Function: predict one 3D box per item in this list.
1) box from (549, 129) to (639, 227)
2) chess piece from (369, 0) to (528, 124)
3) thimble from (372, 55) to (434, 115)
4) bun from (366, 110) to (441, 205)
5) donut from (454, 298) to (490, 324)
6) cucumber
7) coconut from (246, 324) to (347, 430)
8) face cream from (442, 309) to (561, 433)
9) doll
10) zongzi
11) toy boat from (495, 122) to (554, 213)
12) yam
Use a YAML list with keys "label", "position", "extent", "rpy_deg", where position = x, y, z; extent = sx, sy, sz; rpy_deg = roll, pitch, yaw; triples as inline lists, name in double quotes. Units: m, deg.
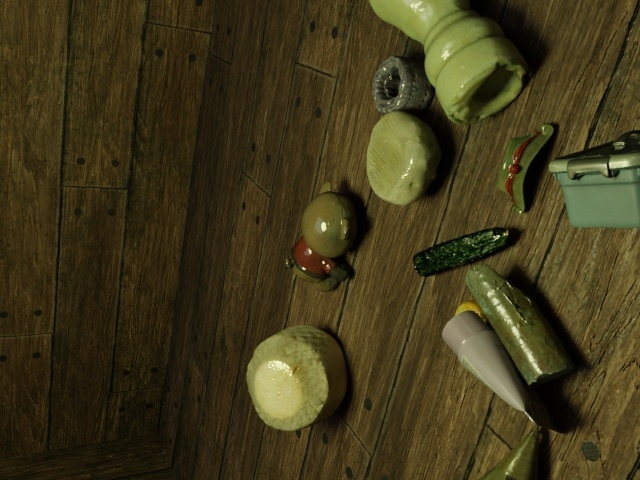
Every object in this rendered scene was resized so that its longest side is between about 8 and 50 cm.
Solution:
- label: "box"
  position: [0.474, -0.100, 0.902]
  extent: [0.162, 0.227, 0.130]
  rpy_deg: [4, 108, 60]
- label: "chess piece"
  position: [0.261, -0.465, 1.289]
  extent: [0.234, 0.234, 0.442]
  rpy_deg: [-52, 52, 47]
- label: "thimble"
  position: [0.203, -0.377, 1.488]
  extent: [0.150, 0.097, 0.150]
  rpy_deg: [-3, 86, 60]
- label: "bun"
  position: [0.206, -0.196, 1.446]
  extent: [0.231, 0.133, 0.231]
  rpy_deg: [1, 91, 62]
- label: "donut"
  position: [0.331, 0.182, 1.325]
  extent: [0.097, 0.043, 0.108]
  rpy_deg: [-3, 83, 60]
- label: "cucumber"
  position: [0.315, 0.022, 1.329]
  extent: [0.293, 0.067, 0.068]
  rpy_deg: [-27, 67, 56]
- label: "coconut"
  position: [-0.062, 0.408, 1.795]
  extent: [0.329, 0.328, 0.329]
  rpy_deg: [0, 90, 60]
- label: "face cream"
  position: [0.350, 0.258, 1.175]
  extent: [0.096, 0.154, 0.274]
  rpy_deg: [-45, 49, 10]
- label: "doll"
  position: [0.000, 0.000, 1.769]
  extent: [0.235, 0.174, 0.330]
  rpy_deg: [-111, 34, -43]
- label: "zongzi"
  position: [0.339, 0.506, 1.247]
  extent: [0.260, 0.123, 0.289]
  rpy_deg: [-11, 71, 62]
- label: "toy boat"
  position: [0.394, -0.145, 1.185]
  extent: [0.089, 0.071, 0.185]
  rpy_deg: [-52, -24, -67]
- label: "yam"
  position: [0.381, 0.158, 1.171]
  extent: [0.106, 0.106, 0.259]
  rpy_deg: [-59, 43, 42]
